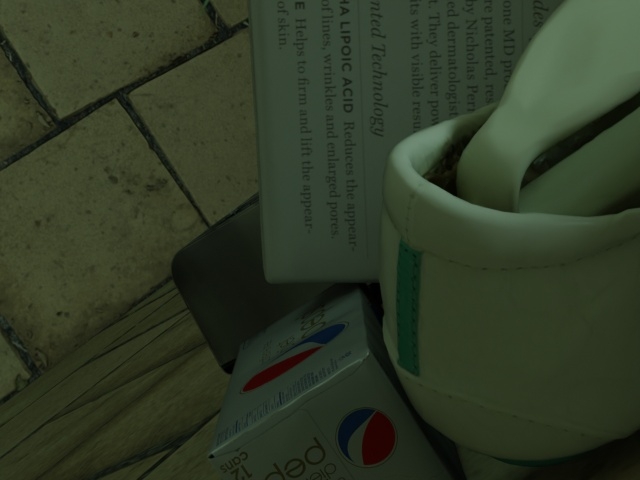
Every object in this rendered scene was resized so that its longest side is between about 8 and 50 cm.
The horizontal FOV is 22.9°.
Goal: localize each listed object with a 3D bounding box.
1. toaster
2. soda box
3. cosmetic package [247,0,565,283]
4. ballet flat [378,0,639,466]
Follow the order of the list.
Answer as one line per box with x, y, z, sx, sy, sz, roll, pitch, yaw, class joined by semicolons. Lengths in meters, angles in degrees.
0.000;0.000;1.185;0.186;0.110;0.168;-30;7;34;toaster
0.008;0.072;0.639;0.069;0.074;0.216;-33;5;4;soda box
0.075;-0.068;0.715;0.184;0.151;0.151;-1;12;12;cosmetic package
0.182;-0.078;0.541;0.400;0.139;0.139;-35;5;-15;ballet flat
